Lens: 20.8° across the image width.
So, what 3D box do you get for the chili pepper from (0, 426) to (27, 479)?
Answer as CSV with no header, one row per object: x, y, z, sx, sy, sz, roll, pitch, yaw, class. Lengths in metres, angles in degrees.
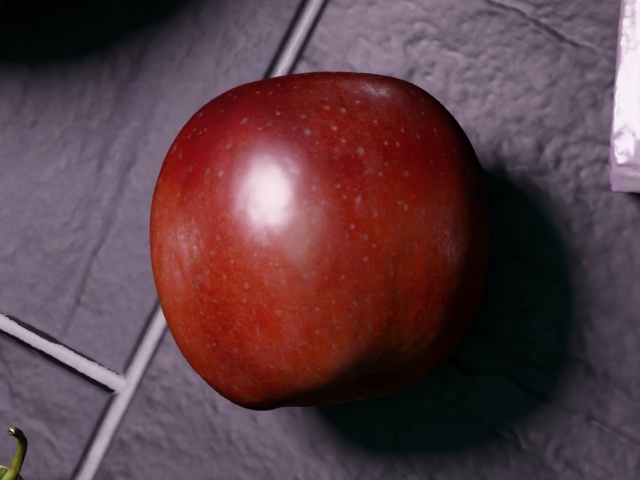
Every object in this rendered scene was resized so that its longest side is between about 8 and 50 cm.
-0.244,0.207,1.226,0.072,0.073,0.204,45,108,-3,chili pepper

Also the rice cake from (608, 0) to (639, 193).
0.251,-0.175,1.144,0.106,0.050,0.298,5,86,14,rice cake

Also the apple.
0.000,0.000,1.106,0.218,0.218,0.201,-14,78,13,apple
